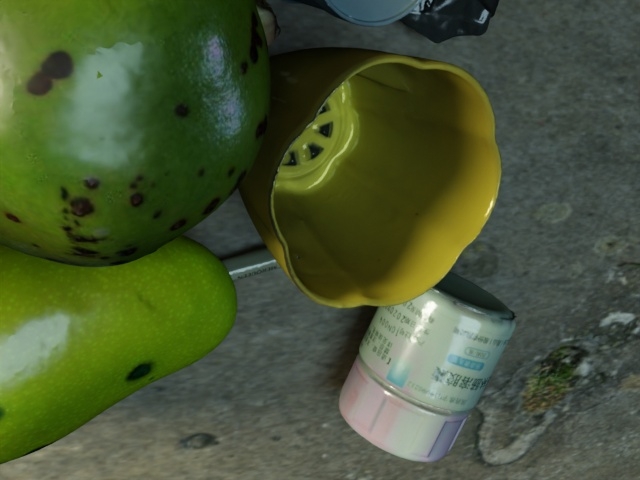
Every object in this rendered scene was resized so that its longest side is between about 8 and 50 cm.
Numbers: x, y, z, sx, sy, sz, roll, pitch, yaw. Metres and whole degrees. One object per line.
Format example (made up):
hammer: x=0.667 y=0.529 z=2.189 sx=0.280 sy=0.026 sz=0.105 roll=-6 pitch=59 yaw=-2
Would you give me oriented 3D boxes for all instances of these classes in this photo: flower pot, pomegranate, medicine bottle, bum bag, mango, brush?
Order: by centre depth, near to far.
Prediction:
pomegranate: x=-0.138 y=-0.115 z=0.491 sx=0.271 sy=0.254 sz=0.254 roll=-34 pitch=126 yaw=-25
mango: x=-0.199 y=0.072 z=0.595 sx=0.293 sy=0.143 sz=0.175 roll=-16 pitch=135 yaw=-25
flower pot: x=0.012 y=-0.067 z=0.623 sx=0.195 sy=0.179 sz=0.195 roll=-13 pitch=118 yaw=-25
bum bag: x=0.133 y=-0.267 z=0.678 sx=0.087 sy=0.049 sz=0.197 roll=16 pitch=106 yaw=-9
brush: x=0.000 y=0.000 z=0.744 sx=0.299 sy=0.039 sz=0.042 roll=-14 pitch=115 yaw=-19
medicine bottle: x=0.105 y=0.120 z=0.795 sx=0.135 sy=0.135 sz=0.168 roll=16 pitch=105 yaw=-34

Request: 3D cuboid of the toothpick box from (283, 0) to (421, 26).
toothpick box: x=0.005 y=-0.216 z=0.564 sx=0.101 sy=0.153 sz=0.101 roll=-12 pitch=118 yaw=-24
